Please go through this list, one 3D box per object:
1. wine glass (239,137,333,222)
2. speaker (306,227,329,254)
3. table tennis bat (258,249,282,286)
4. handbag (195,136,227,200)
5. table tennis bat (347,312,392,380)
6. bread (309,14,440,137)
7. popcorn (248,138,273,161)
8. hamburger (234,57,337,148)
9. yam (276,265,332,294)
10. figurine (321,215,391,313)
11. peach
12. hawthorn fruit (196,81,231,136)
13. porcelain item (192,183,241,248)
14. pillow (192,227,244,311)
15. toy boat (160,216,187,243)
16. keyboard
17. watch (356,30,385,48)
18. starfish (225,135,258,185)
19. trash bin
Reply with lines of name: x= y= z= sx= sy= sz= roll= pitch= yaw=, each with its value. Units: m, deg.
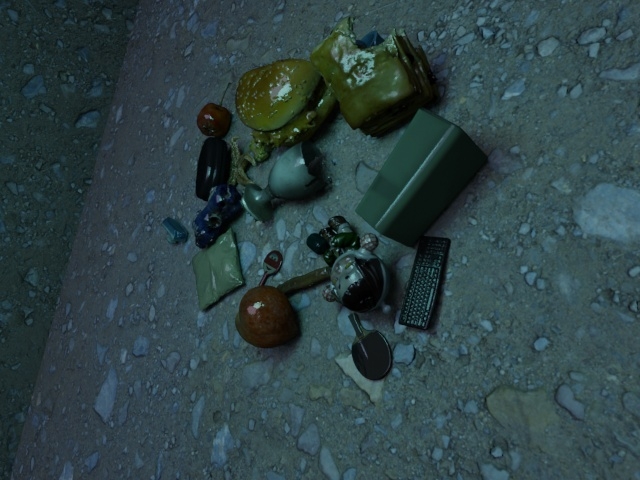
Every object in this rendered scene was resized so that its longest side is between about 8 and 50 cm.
wine glass: x=-0.129 y=-0.218 z=1.602 sx=0.356 sy=0.190 sz=0.191 roll=-29 pitch=58 yaw=28
speaker: x=0.003 y=0.002 z=1.512 sx=0.094 sy=0.060 sz=0.075 roll=-34 pitch=46 yaw=-18
table tennis bat: x=-0.198 y=0.110 z=1.658 sx=0.098 sy=0.019 sz=0.155 roll=27 pitch=90 yaw=42
handbag: x=-0.509 y=-0.328 z=1.972 sx=0.253 sy=0.093 sz=0.308 roll=-29 pitch=55 yaw=55
table tennis bat: x=0.140 y=0.317 z=1.303 sx=0.130 sy=0.019 sz=0.221 roll=-40 pitch=55 yaw=21
bread: x=0.163 y=-0.521 z=1.351 sx=0.314 sy=0.370 sz=0.191 roll=-26 pitch=18 yaw=34
popcorn: x=-0.255 y=-0.402 z=1.834 sx=0.096 sy=0.109 sz=0.089 roll=29 pitch=50 yaw=13
hamburger: x=-0.154 y=-0.494 z=1.625 sx=0.445 sy=0.268 sz=0.287 roll=-2 pitch=78 yaw=37
yam: x=-0.057 y=0.146 z=1.507 sx=0.241 sy=0.056 sz=0.057 roll=-22 pitch=62 yaw=30
figurine: x=0.100 y=0.077 z=1.333 sx=0.281 sy=0.167 sz=0.370 roll=-57 pitch=39 yaw=29
peach: x=-0.178 y=0.271 z=1.481 sx=0.232 sy=0.232 sz=0.233 roll=-14 pitch=66 yaw=35
hawthorn fruit: x=-0.505 y=-0.644 z=2.093 sx=0.165 sy=0.165 sz=0.286 roll=-4 pitch=66 yaw=39
porcelain item: x=-0.451 y=-0.106 z=1.826 sx=0.288 sy=0.138 sz=0.186 roll=-47 pitch=26 yaw=19
pillow: x=-0.448 y=0.123 z=1.819 sx=0.280 sy=0.076 sz=0.275 roll=-33 pitch=57 yaw=27
toy boat: x=-0.734 y=-0.038 z=2.103 sx=0.215 sy=0.088 sz=0.102 roll=39 pitch=104 yaw=39
keyboard: x=0.285 y=0.168 z=1.220 sx=0.103 sy=0.041 sz=0.382 roll=5 pitch=78 yaw=41
watch: x=0.158 y=-0.642 z=1.536 sx=0.210 sy=0.211 sz=0.193 roll=-21 pitch=42 yaw=33
starfish: x=-0.377 y=-0.304 z=1.922 sx=0.302 sy=0.060 sz=0.299 roll=-45 pitch=57 yaw=36
trash bin: x=0.279 y=-0.169 z=1.232 sx=0.344 sy=0.222 sz=0.158 roll=-54 pitch=50 yaw=15
